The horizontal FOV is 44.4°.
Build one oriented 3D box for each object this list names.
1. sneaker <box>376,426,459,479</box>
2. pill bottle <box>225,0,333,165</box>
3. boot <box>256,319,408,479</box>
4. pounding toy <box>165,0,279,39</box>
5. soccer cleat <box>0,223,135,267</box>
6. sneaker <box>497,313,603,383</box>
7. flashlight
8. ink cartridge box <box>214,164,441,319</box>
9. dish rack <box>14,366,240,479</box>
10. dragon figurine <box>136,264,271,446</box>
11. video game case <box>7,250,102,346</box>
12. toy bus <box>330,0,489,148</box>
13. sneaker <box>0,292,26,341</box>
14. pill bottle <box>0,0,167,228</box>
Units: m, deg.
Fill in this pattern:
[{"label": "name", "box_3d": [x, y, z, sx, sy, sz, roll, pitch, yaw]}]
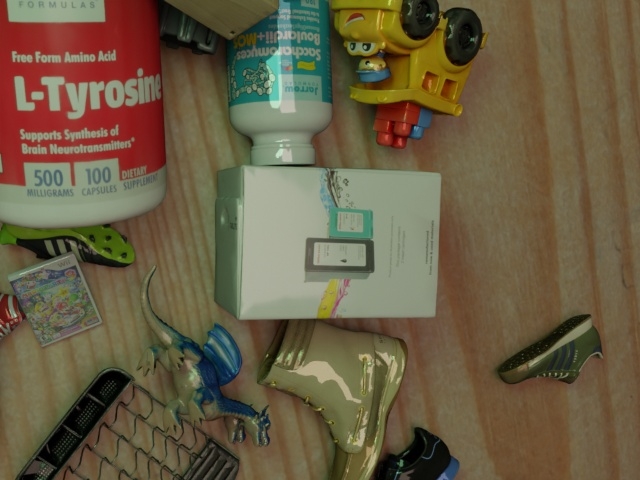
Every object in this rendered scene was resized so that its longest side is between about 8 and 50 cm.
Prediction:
[{"label": "sneaker", "box_3d": [0.109, 0.391, 1.200, 0.232, 0.081, 0.090, -46, 101, -18]}, {"label": "pill bottle", "box_3d": [-0.057, -0.235, 1.085, 0.146, 0.146, 0.264, -4, 93, -17]}, {"label": "boot", "box_3d": [-0.002, 0.244, 1.147, 0.203, 0.095, 0.262, 19, 89, -15]}, {"label": "pounding toy", "box_3d": [-0.104, -0.338, 0.939, 0.206, 0.094, 0.181, 22, 55, -48]}, {"label": "soccer cleat", "box_3d": [-0.338, 0.002, 1.055, 0.179, 0.072, 0.060, 21, 44, -33]}, {"label": "sneaker", "box_3d": [0.386, 0.202, 1.282, 0.192, 0.064, 0.086, -29, 95, -18]}, {"label": "flashlight", "box_3d": [-0.156, -0.402, 1.016, 0.103, 0.103, 0.304, 15, 91, -35]}, {"label": "ink cartridge box", "box_3d": [0.000, 0.000, 1.085, 0.270, 0.198, 0.197, 1, 93, -17]}, {"label": "dish rack", "box_3d": [-0.250, 0.321, 1.083, 0.271, 0.074, 0.208, 40, 81, -15]}, {"label": "dragon figurine", "box_3d": [-0.168, 0.170, 1.082, 0.085, 0.144, 0.289, -26, 88, 27]}, {"label": "video game case", "box_3d": [-0.351, 0.079, 1.044, 0.087, 0.011, 0.122, -22, 127, -15]}, {"label": "toy bus", "box_3d": [0.109, -0.241, 1.118, 0.220, 0.149, 0.211, 9, 98, -44]}, {"label": "sneaker", "box_3d": [-0.425, 0.126, 1.036, 0.067, 0.042, 0.118, 4, 89, -14]}, {"label": "pill bottle", "box_3d": [-0.303, -0.236, 0.917, 0.229, 0.229, 0.408, -6, 109, -17]}]
